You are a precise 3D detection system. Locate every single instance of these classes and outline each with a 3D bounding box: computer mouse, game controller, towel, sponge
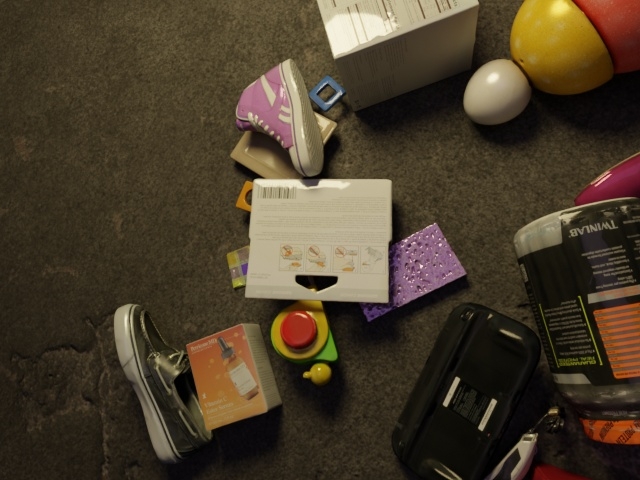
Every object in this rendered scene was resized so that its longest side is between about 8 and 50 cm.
[{"bbox_3d":[0.342,0.353,0.748,0.042,0.106,0.193,42,99,25],"label":"computer mouse"},{"bbox_3d":[0.245,0.270,0.776,0.166,0.067,0.319,26,90,36],"label":"game controller"},{"bbox_3d":[-0.172,0.058,0.978,0.060,0.009,0.083,-17,75,10],"label":"towel"},{"bbox_3d":[0.162,0.063,0.881,0.210,0.031,0.117,-28,73,8],"label":"sponge"}]

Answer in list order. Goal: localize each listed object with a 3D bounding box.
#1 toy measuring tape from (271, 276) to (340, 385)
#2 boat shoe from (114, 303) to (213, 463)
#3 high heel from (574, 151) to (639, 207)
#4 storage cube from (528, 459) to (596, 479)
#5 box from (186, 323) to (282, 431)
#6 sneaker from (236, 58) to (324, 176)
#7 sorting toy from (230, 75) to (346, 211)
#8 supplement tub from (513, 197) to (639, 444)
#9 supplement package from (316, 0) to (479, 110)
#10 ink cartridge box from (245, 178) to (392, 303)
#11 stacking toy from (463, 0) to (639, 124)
[{"bbox_3d":[-0.053,0.125,0.887,0.121,0.121,0.330,-22,66,9],"label":"toy measuring tape"},{"bbox_3d":[-0.314,0.276,0.926,0.119,0.121,0.335,-24,84,0],"label":"boat shoe"},{"bbox_3d":[0.633,-0.078,0.734,0.377,0.127,0.181,-20,64,6],"label":"high heel"},{"bbox_3d":[0.402,0.462,0.652,0.215,0.193,0.183,12,82,17],"label":"storage cube"},{"bbox_3d":[-0.171,0.267,0.892,0.130,0.091,0.170,-22,74,9],"label":"box"},{"bbox_3d":[-0.090,-0.228,0.929,0.161,0.102,0.282,-22,60,15],"label":"sneaker"},{"bbox_3d":[-0.081,-0.214,0.995,0.196,0.047,0.347,32,87,22],"label":"sorting toy"},{"bbox_3d":[0.450,0.120,0.703,0.207,0.207,0.338,-13,76,11],"label":"supplement tub"},{"bbox_3d":[0.148,-0.430,0.898,0.263,0.199,0.198,-17,74,10],"label":"supplement package"},{"bbox_3d":[0.000,0.000,0.872,0.275,0.060,0.239,1,78,7],"label":"ink cartridge box"},{"bbox_3d":[0.462,-0.382,0.787,0.480,0.350,0.350,-37,72,20],"label":"stacking toy"}]
